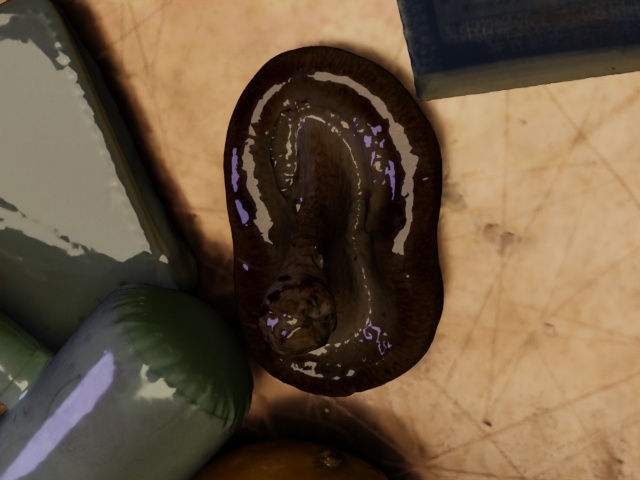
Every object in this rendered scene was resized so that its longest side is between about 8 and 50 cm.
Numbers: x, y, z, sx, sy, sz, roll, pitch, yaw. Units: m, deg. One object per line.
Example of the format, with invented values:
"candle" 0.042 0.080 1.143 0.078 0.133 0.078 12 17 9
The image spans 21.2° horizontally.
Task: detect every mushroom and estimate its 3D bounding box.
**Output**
"mushroom" 0.000 0.000 1.020 0.148 0.217 0.227 -9 98 10

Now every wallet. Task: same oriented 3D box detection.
"wallet" -0.286 -0.006 1.131 0.360 0.083 0.252 -23 101 9

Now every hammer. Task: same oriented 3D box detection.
"hammer" -0.219 0.056 1.058 0.335 0.119 0.206 38 108 -11

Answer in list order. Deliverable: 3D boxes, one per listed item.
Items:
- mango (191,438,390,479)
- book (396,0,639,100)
"mango" -0.042 0.230 1.111 0.166 0.136 0.236 40 109 16
"book" 0.135 -0.246 0.991 0.228 0.018 0.322 -6 113 15
